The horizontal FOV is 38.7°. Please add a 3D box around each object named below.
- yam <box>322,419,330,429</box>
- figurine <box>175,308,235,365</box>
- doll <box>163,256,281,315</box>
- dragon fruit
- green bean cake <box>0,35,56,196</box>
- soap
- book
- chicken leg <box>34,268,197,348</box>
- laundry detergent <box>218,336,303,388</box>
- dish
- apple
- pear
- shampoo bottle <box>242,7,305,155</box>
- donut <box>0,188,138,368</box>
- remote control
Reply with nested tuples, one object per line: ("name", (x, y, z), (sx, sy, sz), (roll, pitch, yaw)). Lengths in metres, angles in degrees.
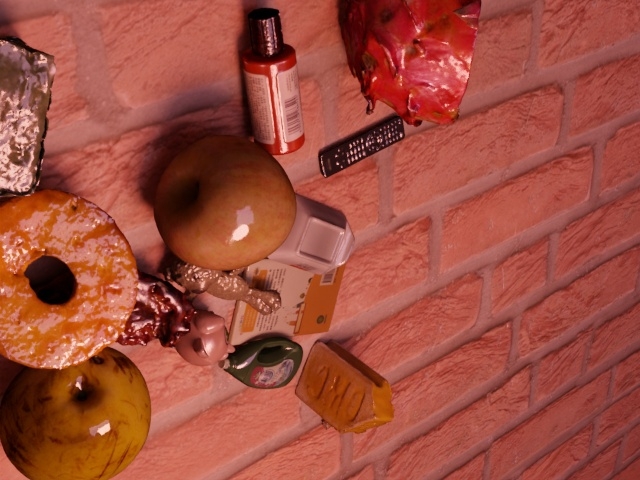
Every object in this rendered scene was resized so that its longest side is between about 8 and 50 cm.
("yam", (0.065, 0.446, 2.387), (0.145, 0.032, 0.032), (-30, 131, -28))
("figurine", (-0.244, 0.198, 1.887), (0.125, 0.125, 0.138), (-50, 156, -8))
("doll", (-0.199, 0.097, 1.883), (0.203, 0.091, 0.286), (-7, 154, 6))
("dragon fruit", (0.170, -0.414, 1.789), (0.249, 0.386, 0.371), (3, 88, -6))
("green bean cake", (-0.542, -0.193, 1.381), (0.241, 0.132, 0.255), (-5, 115, -42))
("soap", (0.064, 0.365, 2.171), (0.080, 0.257, 0.160), (8, 107, -45))
("book", (-0.070, 0.131, 2.087), (0.295, 0.020, 0.208), (-2, 115, -42))
("chicken leg", (-0.420, 0.116, 1.690), (0.407, 0.096, 0.158), (6, 82, -33))
("laundry detergent", (-0.140, 0.274, 2.070), (0.211, 0.063, 0.137), (13, 116, -45))
("dish", (0.000, 0.000, 2.029), (0.234, 0.064, 0.154), (19, 92, -46))
("apple", (-0.174, -0.066, 1.708), (0.234, 0.257, 0.257), (21, 98, -54))
("pear", (-0.444, 0.314, 1.658), (0.283, 0.283, 0.283), (-22, 127, -33))
("shampoo bottle", (-0.093, -0.307, 1.750), (0.104, 0.104, 0.278), (-28, 130, -29))
("donut", (-0.465, 0.064, 1.554), (0.303, 0.110, 0.303), (-1, 91, -29))
("remote control", (0.095, -0.213, 2.039), (0.245, 0.025, 0.063), (-28, 129, -28))
